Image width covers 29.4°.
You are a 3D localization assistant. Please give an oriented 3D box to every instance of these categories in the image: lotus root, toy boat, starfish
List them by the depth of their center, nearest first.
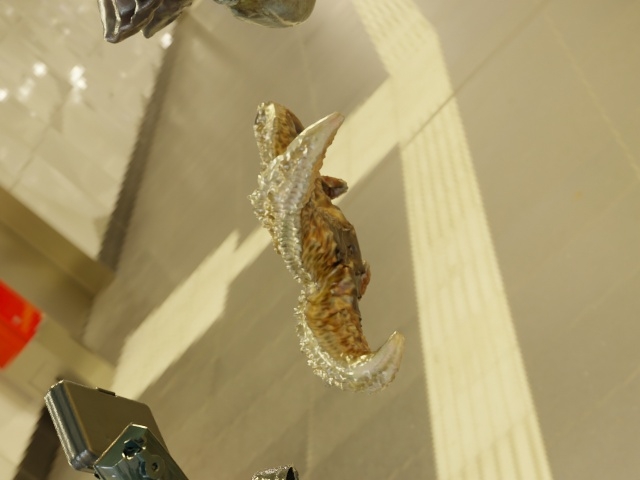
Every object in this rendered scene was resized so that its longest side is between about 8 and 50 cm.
[{"bbox_3d":[-0.002,0.001,0.685,0.071,0.216,0.238,-24,44,-1],"label":"starfish"},{"bbox_3d":[-0.053,-0.233,1.093,0.088,0.088,0.165,-44,-13,17],"label":"lotus root"},{"bbox_3d":[-0.222,0.364,1.686,0.103,0.246,0.093,-13,27,44],"label":"toy boat"}]

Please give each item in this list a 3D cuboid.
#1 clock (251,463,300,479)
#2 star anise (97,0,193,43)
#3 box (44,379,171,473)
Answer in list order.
[{"bbox_3d":[-0.059,0.461,1.743,0.055,0.280,0.280,-4,27,7],"label":"clock"},{"bbox_3d":[-0.160,-0.292,1.074,0.109,0.235,0.223,0,18,24],"label":"star anise"},{"bbox_3d":[-0.336,0.315,1.974,0.050,0.230,0.160,-40,56,15],"label":"box"}]
